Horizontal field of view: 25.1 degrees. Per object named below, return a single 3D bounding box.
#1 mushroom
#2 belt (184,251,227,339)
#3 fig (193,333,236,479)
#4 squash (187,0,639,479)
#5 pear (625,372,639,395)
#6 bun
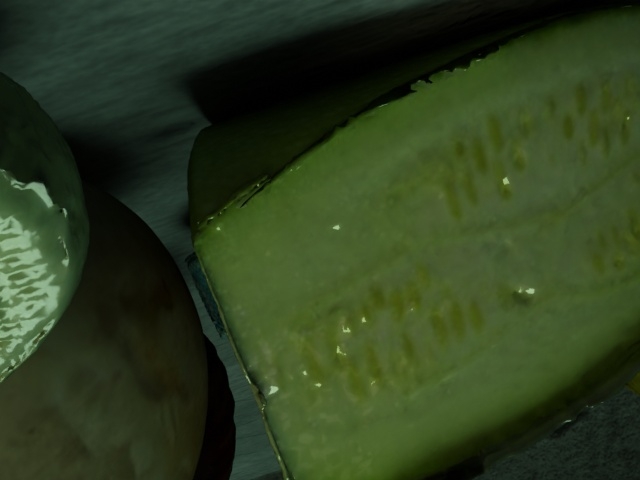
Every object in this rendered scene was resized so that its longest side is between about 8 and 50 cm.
[{"bbox_3d":[-0.220,0.087,0.820,0.290,0.292,0.292,16,-171,37],"label":"mushroom"},{"bbox_3d":[-0.008,0.003,0.990,0.163,0.082,0.147,-22,177,-14],"label":"belt"},{"bbox_3d":[-0.153,0.114,1.145,0.217,0.217,0.321,-22,-166,17],"label":"fig"},{"bbox_3d":[0.112,-0.004,0.808,0.309,0.233,0.210,-15,-158,9],"label":"squash"},{"bbox_3d":[0.340,0.019,1.100,0.294,0.294,0.294,-16,166,-4],"label":"pear"},{"bbox_3d":[-0.196,-0.012,0.596,0.195,0.118,0.195,-10,131,-11],"label":"bun"}]
